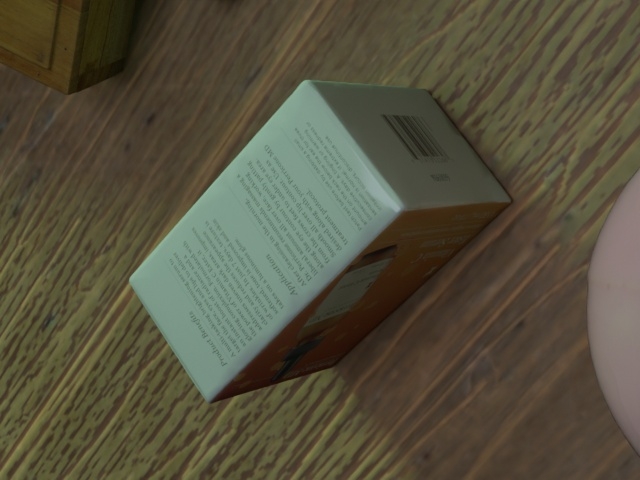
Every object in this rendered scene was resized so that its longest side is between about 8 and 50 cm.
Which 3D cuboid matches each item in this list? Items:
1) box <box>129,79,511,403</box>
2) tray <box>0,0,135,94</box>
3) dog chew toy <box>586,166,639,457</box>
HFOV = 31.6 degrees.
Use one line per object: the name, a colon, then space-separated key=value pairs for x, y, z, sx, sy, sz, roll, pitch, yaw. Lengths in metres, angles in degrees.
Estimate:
box: x=0.000 y=0.000 z=0.649 sx=0.170 sy=0.130 sz=0.091 roll=-46 pitch=70 yaw=29
tray: x=-0.310 y=-0.277 z=0.787 sx=0.410 sy=0.076 sz=0.203 roll=26 pitch=122 yaw=16
dog chew toy: x=0.226 y=-0.050 z=0.459 sx=0.206 sy=0.206 sz=0.332 roll=10 pitch=91 yaw=33
